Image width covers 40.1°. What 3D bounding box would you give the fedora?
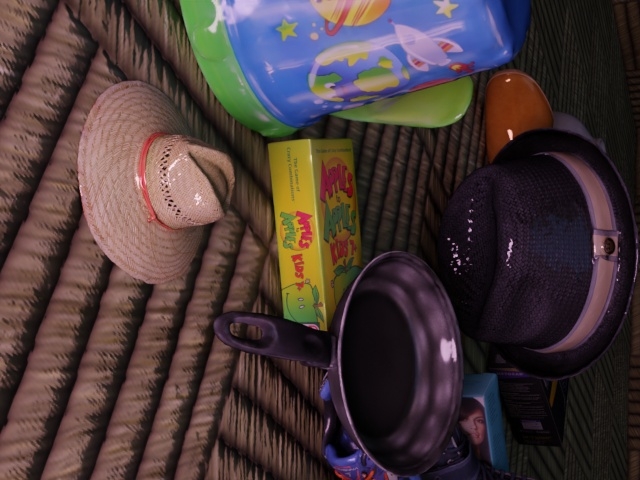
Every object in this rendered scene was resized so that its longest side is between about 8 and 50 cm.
[{"bbox_3d":[0.248,0.017,1.138,0.153,0.334,0.333,1,86,-31],"label":"fedora"}]

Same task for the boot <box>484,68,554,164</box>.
[{"bbox_3d":[0.308,-0.097,1.374,0.295,0.104,0.211,66,33,-45],"label":"boot"}]

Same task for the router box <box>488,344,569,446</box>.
[{"bbox_3d":[0.371,0.158,1.504,0.243,0.081,0.308,62,35,-42],"label":"router box"}]

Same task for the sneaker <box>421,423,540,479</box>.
[{"bbox_3d":[0.186,0.253,0.957,0.086,0.226,0.163,-67,146,-77],"label":"sneaker"}]

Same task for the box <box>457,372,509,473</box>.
[{"bbox_3d":[0.171,0.281,1.056,0.060,0.101,0.244,-37,120,-59],"label":"box"}]

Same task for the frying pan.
[{"bbox_3d":[0.029,0.120,0.730,0.326,0.053,0.197,-17,96,-51],"label":"frying pan"}]

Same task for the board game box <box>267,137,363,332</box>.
[{"bbox_3d":[0.000,0.000,0.792,0.092,0.043,0.181,-15,101,-63],"label":"board game box"}]

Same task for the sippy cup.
[{"bbox_3d":[0.041,-0.209,0.693,0.305,0.224,0.240,-14,100,-63],"label":"sippy cup"}]

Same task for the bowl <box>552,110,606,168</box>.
[{"bbox_3d":[0.482,-0.122,1.705,0.298,0.134,0.297,-2,90,-65],"label":"bowl"}]

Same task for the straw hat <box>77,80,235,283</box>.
[{"bbox_3d":[-0.091,-0.040,0.588,0.144,0.061,0.144,8,81,-64],"label":"straw hat"}]

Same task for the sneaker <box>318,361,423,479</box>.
[{"bbox_3d":[0.039,0.209,0.832,0.087,0.083,0.221,-19,97,-55],"label":"sneaker"}]
